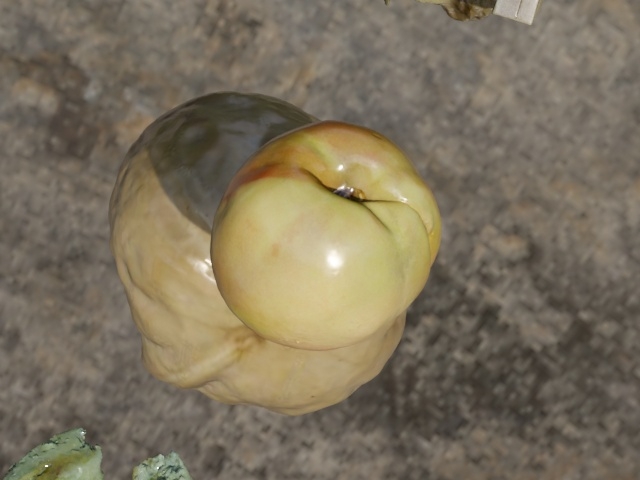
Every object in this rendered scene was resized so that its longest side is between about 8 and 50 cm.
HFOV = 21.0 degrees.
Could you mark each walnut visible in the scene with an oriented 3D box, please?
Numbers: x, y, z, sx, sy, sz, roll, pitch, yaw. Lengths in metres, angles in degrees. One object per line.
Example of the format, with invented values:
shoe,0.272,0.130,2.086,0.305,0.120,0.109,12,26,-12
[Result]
walnut,-0.060,0.013,1.846,0.381,0.381,0.381,18,41,-16

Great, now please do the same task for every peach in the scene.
peach,0.000,0.000,1.327,0.184,0.184,0.184,18,41,-16

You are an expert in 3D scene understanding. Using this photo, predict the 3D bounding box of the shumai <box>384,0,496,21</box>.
shumai,0.090,-0.270,1.457,0.153,0.209,0.161,-20,56,-10

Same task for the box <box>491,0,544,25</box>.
box,0.166,-0.218,1.365,0.035,0.083,0.079,17,16,7

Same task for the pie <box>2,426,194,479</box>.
pie,-0.225,0.321,1.595,0.302,0.302,0.067,-11,25,-40
